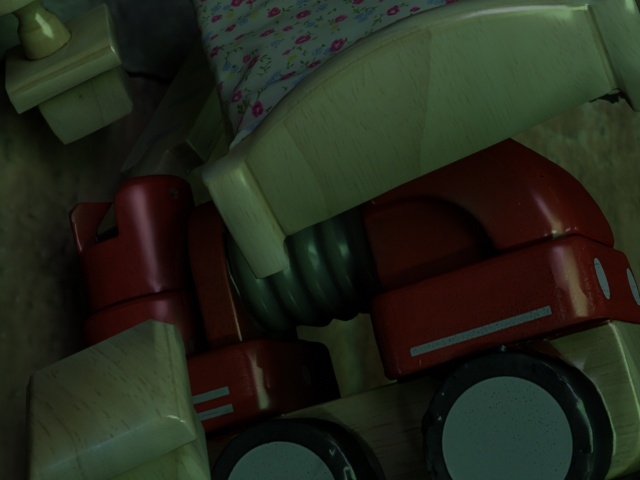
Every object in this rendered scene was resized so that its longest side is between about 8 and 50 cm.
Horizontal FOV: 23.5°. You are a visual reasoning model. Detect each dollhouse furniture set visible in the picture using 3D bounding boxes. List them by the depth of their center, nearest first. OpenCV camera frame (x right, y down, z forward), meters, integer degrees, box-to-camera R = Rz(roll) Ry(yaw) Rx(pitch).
[{"bbox_3d":[-0.025,-0.088,0.461,0.303,0.355,0.174,-108,172,-58],"label":"dollhouse furniture set"}]

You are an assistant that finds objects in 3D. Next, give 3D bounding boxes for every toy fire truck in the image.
[{"bbox_3d":[0.000,0.000,0.587,0.158,0.217,0.246,11,62,-67],"label":"toy fire truck"}]
